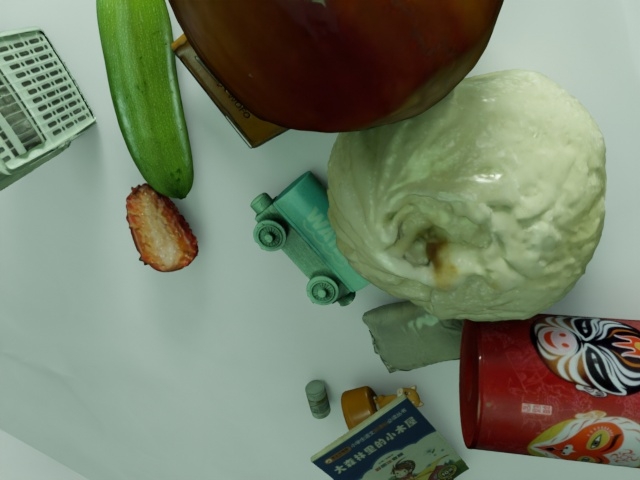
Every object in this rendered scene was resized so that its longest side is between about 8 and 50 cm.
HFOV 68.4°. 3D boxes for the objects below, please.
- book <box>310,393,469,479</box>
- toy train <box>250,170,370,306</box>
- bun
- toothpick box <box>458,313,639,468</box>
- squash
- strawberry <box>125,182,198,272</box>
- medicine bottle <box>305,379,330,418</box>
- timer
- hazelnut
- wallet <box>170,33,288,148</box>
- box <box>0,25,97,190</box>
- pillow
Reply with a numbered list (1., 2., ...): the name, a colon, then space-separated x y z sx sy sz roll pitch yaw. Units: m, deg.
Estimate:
1. book: 0.154 0.461 0.970 0.228 0.018 0.322 -37 122 4
2. toy train: 0.000 0.000 0.795 0.159 0.101 0.248 -35 106 21
3. bun: 0.176 -0.036 0.598 0.349 0.227 0.352 -24 113 33
4. toothpick box: 0.379 0.208 0.666 0.333 0.204 0.204 4 125 10
5. squash: -0.269 -0.239 0.724 0.107 0.107 0.395 12 128 15
6. strawberry: -0.303 -0.028 0.916 0.121 0.082 0.188 -9 111 6
7. medicine bottle: -0.006 0.365 1.080 0.047 0.047 0.083 2 124 22
8. timer: 0.138 0.350 0.979 0.152 0.132 0.132 -28 111 11
9. hazelnut: -0.002 -0.270 0.433 0.365 0.366 0.366 12 127 16
10. wallet: -0.099 -0.236 0.674 0.161 0.042 0.195 -21 123 35
11. box: -0.521 -0.205 0.741 0.166 0.290 0.221 -15 118 18
12. pillow: 0.178 0.163 0.836 0.181 0.078 0.134 -18 115 30
